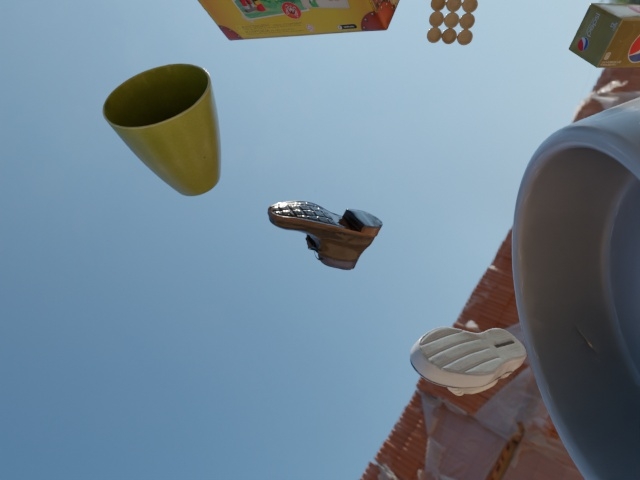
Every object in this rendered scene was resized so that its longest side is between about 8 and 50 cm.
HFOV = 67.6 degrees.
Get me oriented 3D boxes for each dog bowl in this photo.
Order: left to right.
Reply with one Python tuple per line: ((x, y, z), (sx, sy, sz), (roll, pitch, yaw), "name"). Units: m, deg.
((0.252, 0.057, 0.368), (0.102, 0.348, 0.348), (-9, -55, 2), "dog bowl")

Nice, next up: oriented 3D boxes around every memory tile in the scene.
((0.321, -0.553, 1.159), (0.012, 0.113, 0.148), (-35, -47, -69), "memory tile")

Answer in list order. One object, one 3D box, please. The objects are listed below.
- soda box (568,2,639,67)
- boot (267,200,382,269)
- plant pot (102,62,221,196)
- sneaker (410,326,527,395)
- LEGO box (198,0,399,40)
((0.424, -0.266, 0.622), (0.181, 0.058, 0.061), (-8, -44, -18), "soda box")
((0.000, 0.000, 0.803), (0.219, 0.082, 0.106), (6, -61, -32), "boot")
((-0.378, -0.270, 1.284), (0.275, 0.275, 0.293), (-46, -34, -24), "plant pot")
((0.209, 0.186, 0.689), (0.258, 0.094, 0.091), (10, -59, -41), "sneaker")
((-0.098, -0.667, 1.075), (0.372, 0.500, 0.193), (45, -117, -54), "LEGO box")
